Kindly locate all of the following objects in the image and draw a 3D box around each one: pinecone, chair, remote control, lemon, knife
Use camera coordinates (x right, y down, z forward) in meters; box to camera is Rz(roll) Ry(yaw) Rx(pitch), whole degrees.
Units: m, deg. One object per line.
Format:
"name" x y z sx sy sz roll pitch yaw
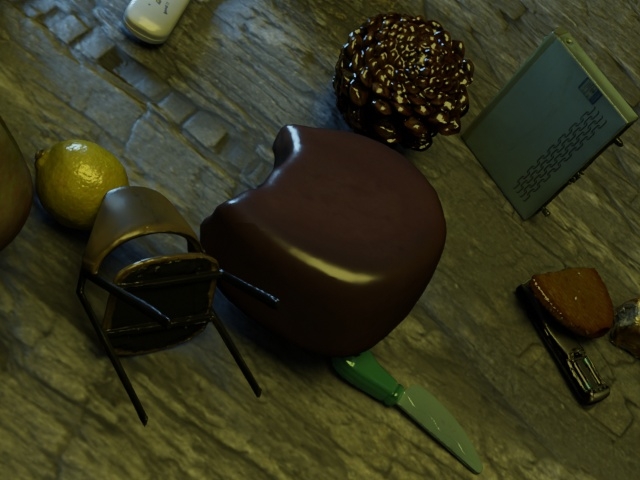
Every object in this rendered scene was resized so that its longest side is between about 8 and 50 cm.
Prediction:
"pinecone" 0.119 -0.239 1.618 0.221 0.221 0.222 15 52 -20
"chair" -0.183 0.066 1.244 0.158 0.172 0.247 -8 34 -37
"remote control" 0.368 0.151 1.597 0.059 0.028 0.212 -13 65 -36
"lemon" -0.299 -0.070 1.312 0.133 0.109 0.109 32 47 -19
"knife" 0.122 0.217 1.410 0.260 0.034 0.063 39 44 -8

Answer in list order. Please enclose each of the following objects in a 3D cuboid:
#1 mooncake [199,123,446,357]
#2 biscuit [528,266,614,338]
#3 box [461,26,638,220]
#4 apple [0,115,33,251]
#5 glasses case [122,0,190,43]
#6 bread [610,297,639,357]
"mooncake" 0.000 0.000 1.385 0.333 0.174 0.326 6 45 -18
"biscuit" 0.398 0.097 1.631 0.206 0.025 0.126 -4 59 -48
"box" 0.357 -0.176 1.663 0.045 0.270 0.211 -24 71 -39
"apple" -0.449 -0.074 1.147 0.234 0.257 0.257 -36 78 -8
"glasses case" -0.238 -0.371 1.602 0.076 0.049 0.197 29 48 -9
"bread" 0.508 0.136 1.663 0.083 0.070 0.077 32 49 -10
